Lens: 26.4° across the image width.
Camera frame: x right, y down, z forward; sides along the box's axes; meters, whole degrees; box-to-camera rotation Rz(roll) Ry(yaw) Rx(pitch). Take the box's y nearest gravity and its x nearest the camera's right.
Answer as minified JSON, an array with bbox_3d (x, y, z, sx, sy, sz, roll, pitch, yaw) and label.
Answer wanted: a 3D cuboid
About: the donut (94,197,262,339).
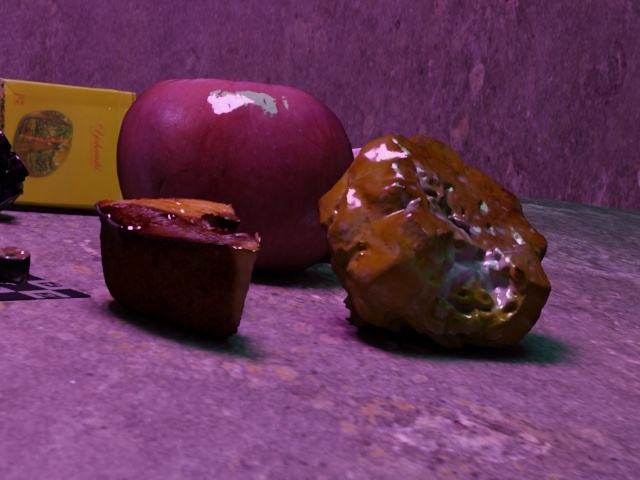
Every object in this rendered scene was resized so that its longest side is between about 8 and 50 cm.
[{"bbox_3d":[-0.152,0.022,1.353,0.151,0.112,0.295,4,7,-12],"label":"donut"}]

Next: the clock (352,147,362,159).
[{"bbox_3d":[0.040,-0.056,1.970,0.275,0.080,0.290,-3,-16,34],"label":"clock"}]

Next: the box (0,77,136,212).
[{"bbox_3d":[-0.427,-0.140,1.989,0.335,0.187,0.047,3,-10,-31],"label":"box"}]

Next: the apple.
[{"bbox_3d":[-0.107,-0.083,1.718,0.305,0.235,0.306,7,4,-1],"label":"apple"}]

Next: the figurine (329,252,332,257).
[{"bbox_3d":[0.001,0.000,1.882,0.143,0.068,0.101,19,2,-29],"label":"figurine"}]

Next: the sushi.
[{"bbox_3d":[-0.370,0.016,1.382,0.192,0.051,0.215,14,9,41],"label":"sushi"}]

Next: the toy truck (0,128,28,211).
[{"bbox_3d":[-0.479,-0.139,1.809,0.101,0.243,0.125,-33,25,-10],"label":"toy truck"}]

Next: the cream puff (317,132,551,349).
[{"bbox_3d":[0.109,0.024,1.450,0.281,0.185,0.282,32,31,-22],"label":"cream puff"}]
